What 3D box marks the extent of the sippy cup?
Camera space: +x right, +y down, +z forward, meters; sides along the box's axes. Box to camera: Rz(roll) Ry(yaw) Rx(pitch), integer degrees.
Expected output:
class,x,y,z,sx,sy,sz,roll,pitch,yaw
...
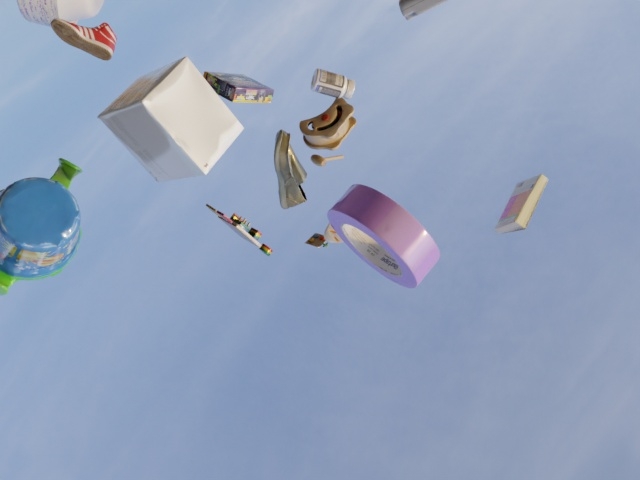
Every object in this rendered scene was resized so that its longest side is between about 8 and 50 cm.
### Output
class,x,y,z,sx,sy,sz,roll,pitch,yaw
sippy cup,-0.653,-0.037,1.347,0.240,0.305,0.224,-7,172,-33

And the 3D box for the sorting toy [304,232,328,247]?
class,x,y,z,sx,sy,sz,roll,pitch,yaw
sorting toy,0.000,0.000,1.775,0.083,0.012,0.062,17,-137,37

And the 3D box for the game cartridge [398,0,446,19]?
class,x,y,z,sx,sy,sz,roll,pitch,yaw
game cartridge,0.290,-0.585,1.364,0.198,0.062,0.297,-25,-164,22

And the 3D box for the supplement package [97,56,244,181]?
class,x,y,z,sx,sy,sz,roll,pitch,yaw
supplement package,-0.315,-0.247,1.247,0.203,0.194,0.149,0,-133,46

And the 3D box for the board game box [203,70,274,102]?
class,x,y,z,sx,sy,sz,roll,pitch,yaw
board game box,-0.248,-0.462,1.784,0.141,0.048,0.170,31,-153,28

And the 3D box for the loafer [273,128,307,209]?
class,x,y,z,sx,sy,sz,roll,pitch,yaw
loafer,-0.082,-0.204,1.686,0.088,0.251,0.094,-3,-140,2

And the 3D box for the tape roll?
class,x,y,z,sx,sy,sz,roll,pitch,yaw
tape roll,0.147,-0.008,1.404,0.090,0.275,0.275,-48,-132,-11

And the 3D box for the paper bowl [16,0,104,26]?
class,x,y,z,sx,sy,sz,roll,pitch,yaw
paper bowl,-0.558,-0.611,1.307,0.148,0.284,0.284,12,-133,-12

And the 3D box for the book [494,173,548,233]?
class,x,y,z,sx,sy,sz,roll,pitch,yaw
book,0.477,-0.087,1.416,0.144,0.035,0.096,-59,-168,-17

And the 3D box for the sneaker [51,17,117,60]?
class,x,y,z,sx,sy,sz,roll,pitch,yaw
sneaker,-0.452,-0.402,1.141,0.042,0.118,0.067,-32,-140,44

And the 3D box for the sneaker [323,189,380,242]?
class,x,y,z,sx,sy,sz,roll,pitch,yaw
sneaker,0.096,-0.065,1.753,0.215,0.084,0.083,-37,-170,-14

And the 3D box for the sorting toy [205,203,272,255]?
class,x,y,z,sx,sy,sz,roll,pitch,yaw
sorting toy,-0.274,-0.050,2.032,0.132,0.274,0.046,25,-104,49

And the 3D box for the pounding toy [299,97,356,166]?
class,x,y,z,sx,sy,sz,roll,pitch,yaw
pounding toy,0.021,-0.390,2.190,0.154,0.155,0.269,26,-113,26

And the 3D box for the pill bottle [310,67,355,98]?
class,x,y,z,sx,sy,sz,roll,pitch,yaw
pill bottle,0.042,-0.524,1.988,0.137,0.078,0.078,12,-135,-15
